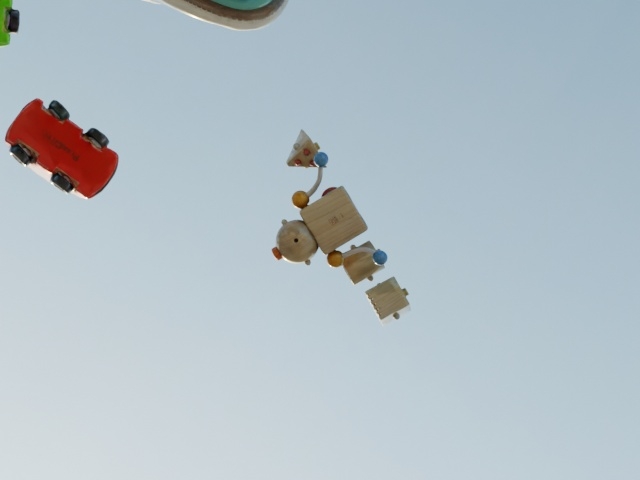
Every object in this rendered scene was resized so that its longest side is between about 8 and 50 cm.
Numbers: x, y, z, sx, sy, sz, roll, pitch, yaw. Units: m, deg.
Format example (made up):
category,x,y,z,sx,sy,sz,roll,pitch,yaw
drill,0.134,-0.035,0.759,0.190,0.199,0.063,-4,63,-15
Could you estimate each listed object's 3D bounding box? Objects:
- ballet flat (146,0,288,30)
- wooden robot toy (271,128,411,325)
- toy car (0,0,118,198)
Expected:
category,x,y,z,sx,sy,sz,roll,pitch,yaw
ballet flat,-0.194,-0.288,1.300,0.400,0.139,0.139,39,-45,1
wooden robot toy,0.000,0.000,1.339,0.079,0.076,0.173,-30,-89,-2
toy car,-0.294,-0.149,1.433,0.239,0.225,0.053,4,-9,-13
